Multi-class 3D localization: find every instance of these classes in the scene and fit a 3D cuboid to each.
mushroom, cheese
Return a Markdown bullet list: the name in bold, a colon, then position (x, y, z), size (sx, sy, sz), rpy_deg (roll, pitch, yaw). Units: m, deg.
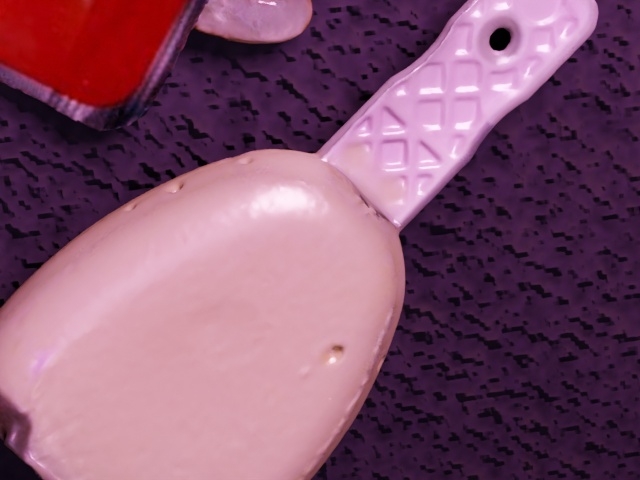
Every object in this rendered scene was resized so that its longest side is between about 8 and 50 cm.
- **mushroom**: position (-0.045, -0.100, 0.643), size (0.101, 0.019, 0.049), rpy_deg (33, 98, -18)
- **cheese**: position (0.000, 0.000, 0.667), size (0.255, 0.050, 0.127), rpy_deg (-44, 111, 3)

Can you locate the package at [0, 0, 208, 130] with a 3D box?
- **package**: position (-0.141, -0.158, 0.577), size (0.269, 0.071, 0.194), rpy_deg (17, 123, -25)
